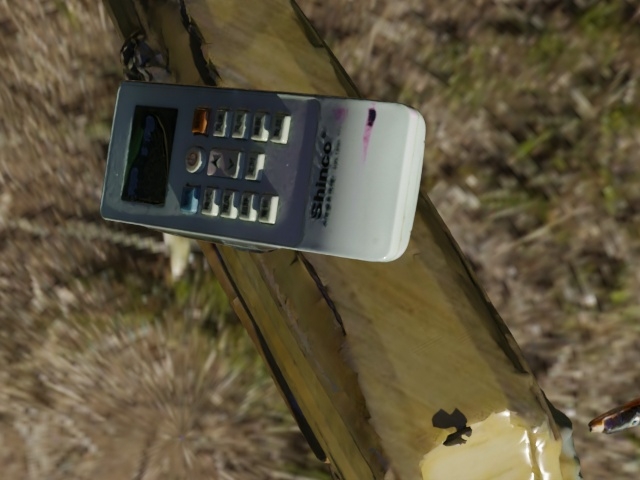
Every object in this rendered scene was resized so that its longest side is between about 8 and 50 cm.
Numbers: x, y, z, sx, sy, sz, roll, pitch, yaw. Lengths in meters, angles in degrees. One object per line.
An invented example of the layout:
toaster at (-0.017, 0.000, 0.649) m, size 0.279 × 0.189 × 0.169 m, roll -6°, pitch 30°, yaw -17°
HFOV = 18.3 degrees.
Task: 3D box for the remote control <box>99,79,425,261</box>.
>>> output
remote control at (-0.026, -0.028, 0.798) m, size 0.029 × 0.166 × 0.065 m, roll 7°, pitch 91°, yaw -44°

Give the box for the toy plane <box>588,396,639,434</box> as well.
toy plane at (0.200, 0.071, 0.913) m, size 0.062 × 0.188 × 0.135 m, roll 31°, pitch 123°, yaw 35°

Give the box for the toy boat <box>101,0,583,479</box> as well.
toy boat at (0.000, 0.000, 1.145) m, size 0.136 × 0.162 × 0.445 m, roll -21°, pitch 67°, yaw -19°
